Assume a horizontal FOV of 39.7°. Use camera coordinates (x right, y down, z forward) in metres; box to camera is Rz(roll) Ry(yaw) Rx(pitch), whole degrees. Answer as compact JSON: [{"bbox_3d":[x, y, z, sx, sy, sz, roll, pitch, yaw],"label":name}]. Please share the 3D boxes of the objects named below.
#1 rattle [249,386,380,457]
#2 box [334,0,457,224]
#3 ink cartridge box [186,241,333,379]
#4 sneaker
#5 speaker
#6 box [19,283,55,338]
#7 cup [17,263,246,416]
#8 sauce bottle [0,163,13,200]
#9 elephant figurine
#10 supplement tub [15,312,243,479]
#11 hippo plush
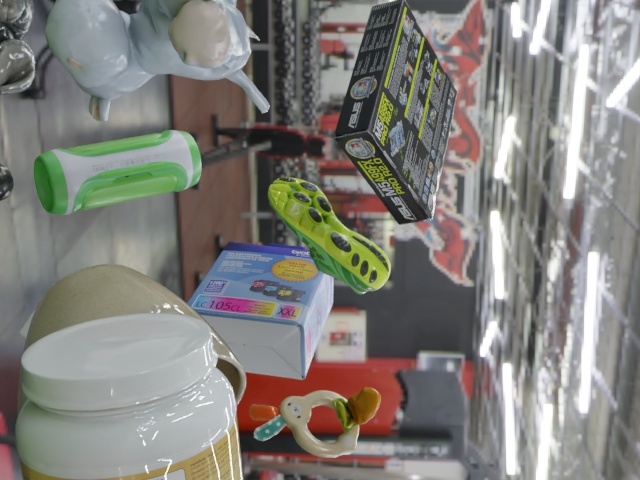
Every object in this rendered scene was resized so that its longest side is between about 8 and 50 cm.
[{"bbox_3d":[-0.015,0.304,1.559,0.143,0.199,0.130,132,-26,-68],"label":"rattle"},{"bbox_3d":[0.123,-0.194,1.349,0.216,0.060,0.270,48,46,-42],"label":"box"},{"bbox_3d":[-0.123,0.134,2.025,0.395,0.269,0.151,-64,158,-63],"label":"ink cartridge box"},{"bbox_3d":[0.000,0.000,1.730,0.109,0.295,0.123,-41,173,-38],"label":"sneaker"},{"bbox_3d":[-0.383,-0.132,1.690,0.131,0.296,0.131,28,-55,49],"label":"speaker"},{"bbox_3d":[-0.462,0.191,1.750,0.119,0.181,0.182,-57,173,-9],"label":"box"},{"bbox_3d":[-0.308,0.176,1.323,0.237,0.331,0.331,59,-15,30],"label":"cup"},{"bbox_3d":[-0.617,-0.073,1.414,0.344,0.111,0.112,-41,133,-74],"label":"sauce bottle"},{"bbox_3d":[-0.540,-0.289,1.394,0.169,0.185,0.240,32,-66,55],"label":"elephant figurine"},{"bbox_3d":[-0.194,0.255,0.938,0.228,0.228,0.317,-78,163,-76],"label":"supplement tub"},{"bbox_3d":[-0.220,-0.287,1.126,0.294,0.236,0.235,40,40,-81],"label":"hippo plush"}]
